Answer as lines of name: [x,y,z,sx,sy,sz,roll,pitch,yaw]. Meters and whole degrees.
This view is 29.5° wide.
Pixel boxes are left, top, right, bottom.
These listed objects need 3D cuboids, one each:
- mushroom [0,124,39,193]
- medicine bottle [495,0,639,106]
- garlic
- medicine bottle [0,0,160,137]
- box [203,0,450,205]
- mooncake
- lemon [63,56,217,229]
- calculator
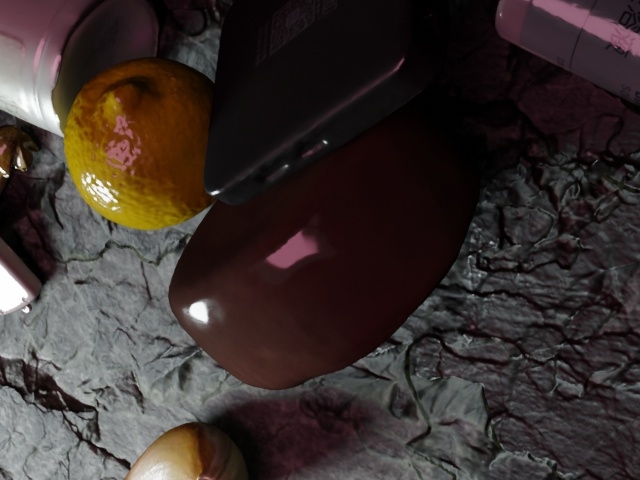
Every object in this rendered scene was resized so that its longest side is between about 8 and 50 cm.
mushroom: [-0.418,-0.074,1.579,0.061,0.060,0.187,32,130,-1]
medicine bottle: [0.331,-0.158,1.083,0.352,0.110,0.110,30,120,18]
garlic: [-0.163,0.302,1.534,0.207,0.128,0.115,-21,138,39]
medicine bottle: [-0.373,-0.256,1.403,0.332,0.190,0.190,25,118,20]
box: [0.001,-0.196,1.178,0.289,0.290,0.073,-31,130,34]
mooncake: [0.000,0.000,1.245,0.174,0.334,0.326,42,90,-15]
lemon: [-0.180,-0.101,1.309,0.187,0.244,0.187,-4,67,11]
calculator: [-0.444,0.031,1.616,0.100,0.032,0.175,-25,113,37]
